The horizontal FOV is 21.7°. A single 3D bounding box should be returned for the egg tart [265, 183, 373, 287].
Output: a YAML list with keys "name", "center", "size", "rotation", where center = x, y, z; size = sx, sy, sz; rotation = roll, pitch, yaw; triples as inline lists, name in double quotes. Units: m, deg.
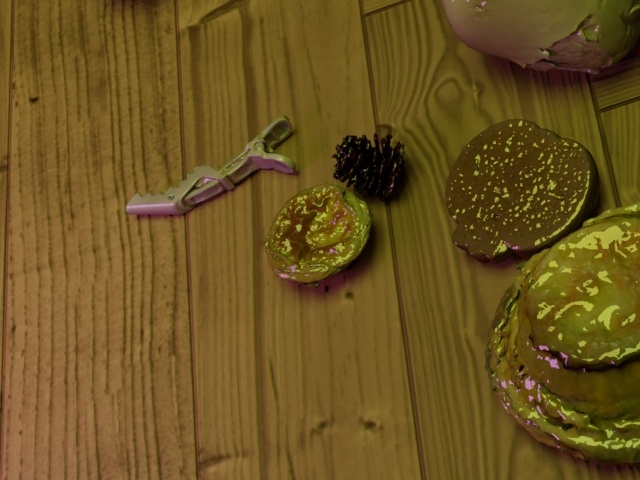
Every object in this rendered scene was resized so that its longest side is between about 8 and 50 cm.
- name: "egg tart"
  center: [0.000, 0.000, 1.842]
  size: [0.130, 0.052, 0.130]
  rotation: [-13, 54, 19]

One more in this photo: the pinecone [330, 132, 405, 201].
- name: "pinecone"
  center: [0.054, -0.084, 1.852]
  size: [0.077, 0.083, 0.077]
  rotation: [-166, 90, -71]

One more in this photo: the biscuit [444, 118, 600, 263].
- name: "biscuit"
  center: [0.210, -0.043, 1.764]
  size: [0.170, 0.050, 0.170]
  rotation: [-13, 61, 26]

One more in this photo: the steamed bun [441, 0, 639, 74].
- name: "steamed bun"
  center: [0.240, -0.312, 1.774]
  size: [0.232, 0.273, 0.166]
  rotation: [23, 29, 34]

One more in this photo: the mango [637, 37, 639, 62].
- name: "mango"
  center: [0.422, -0.257, 1.745]
  size: [0.133, 0.111, 0.267]
  rotation: [14, 66, 31]

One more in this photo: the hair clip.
- name: "hair clip"
  center: [-0.127, -0.067, 1.963]
  size: [0.226, 0.034, 0.072]
  rotation: [-27, 53, 11]

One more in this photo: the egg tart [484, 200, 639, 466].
- name: "egg tart"
  center: [0.291, 0.072, 1.599]
  size: [0.294, 0.123, 0.294]
  rotation: [-12, 55, 19]
